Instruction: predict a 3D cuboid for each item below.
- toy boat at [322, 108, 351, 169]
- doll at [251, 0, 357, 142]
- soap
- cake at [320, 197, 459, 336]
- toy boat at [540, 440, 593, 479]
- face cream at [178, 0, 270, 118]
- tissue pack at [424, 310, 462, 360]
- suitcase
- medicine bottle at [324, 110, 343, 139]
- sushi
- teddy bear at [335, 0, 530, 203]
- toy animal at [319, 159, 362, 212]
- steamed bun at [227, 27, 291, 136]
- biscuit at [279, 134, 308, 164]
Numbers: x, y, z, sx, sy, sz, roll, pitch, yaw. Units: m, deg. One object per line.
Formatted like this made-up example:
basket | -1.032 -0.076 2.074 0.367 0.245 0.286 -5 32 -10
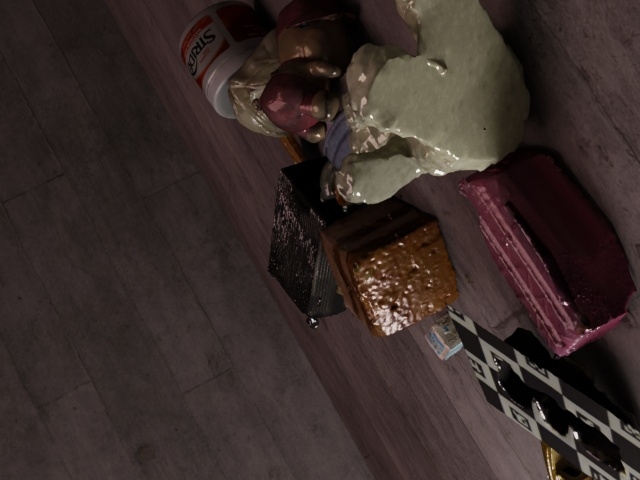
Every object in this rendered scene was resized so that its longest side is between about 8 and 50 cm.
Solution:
toy boat | 0.080 -0.201 1.682 0.078 0.127 0.283 60 164 8
doll | -0.013 -0.313 1.671 0.196 0.152 0.255 -10 66 47
soap | 0.299 0.001 1.289 0.289 0.112 0.182 58 165 19
cake | 0.114 0.035 1.881 0.293 0.199 0.196 39 156 62
toy boat | 0.447 0.425 1.677 0.088 0.068 0.226 24 137 61
face cream | -0.193 -0.407 2.136 0.187 0.201 0.201 57 166 22
tissue pack | 0.257 0.195 1.940 0.074 0.059 0.094 56 166 15
suitcase | 0.000 0.000 2.189 0.229 0.152 0.335 50 144 39
medicine bottle | 0.042 -0.222 1.936 0.074 0.055 0.118 66 165 -19
sushi | 0.391 0.235 1.480 0.373 0.100 0.296 34 160 44
teddy bear | 0.083 -0.204 1.293 0.362 0.327 0.375 16 171 47
toy animal | 0.070 -0.131 1.901 0.236 0.108 0.138 145 128 -72
steamed bun | -0.067 -0.294 1.910 0.144 0.218 0.211 53 -170 32
biscuit | -0.061 -0.215 2.283 0.162 0.035 0.250 59 -179 26
